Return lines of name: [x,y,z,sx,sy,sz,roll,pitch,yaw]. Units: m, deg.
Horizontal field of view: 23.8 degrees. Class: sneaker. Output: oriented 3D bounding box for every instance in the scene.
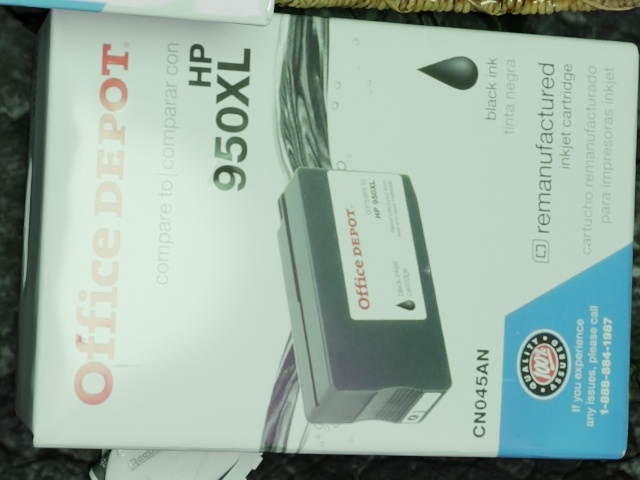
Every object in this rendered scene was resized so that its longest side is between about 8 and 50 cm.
sneaker: [-0.107,0.156,1.139,0.095,0.090,0.235,38,94,-10]

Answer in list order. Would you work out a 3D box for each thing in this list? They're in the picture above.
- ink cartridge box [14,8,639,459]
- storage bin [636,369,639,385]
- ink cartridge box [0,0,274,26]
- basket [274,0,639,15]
ink cartridge box: [0.000,0.000,1.032,0.395,0.166,0.285,3,87,-13]
storage bin: [0.322,0.124,1.218,0.135,0.091,0.098,16,102,-16]
ink cartridge box: [-0.138,-0.248,0.907,0.198,0.270,0.197,3,104,-14]
basket: [0.103,-0.198,0.966,0.299,0.223,0.213,0,149,-11]
